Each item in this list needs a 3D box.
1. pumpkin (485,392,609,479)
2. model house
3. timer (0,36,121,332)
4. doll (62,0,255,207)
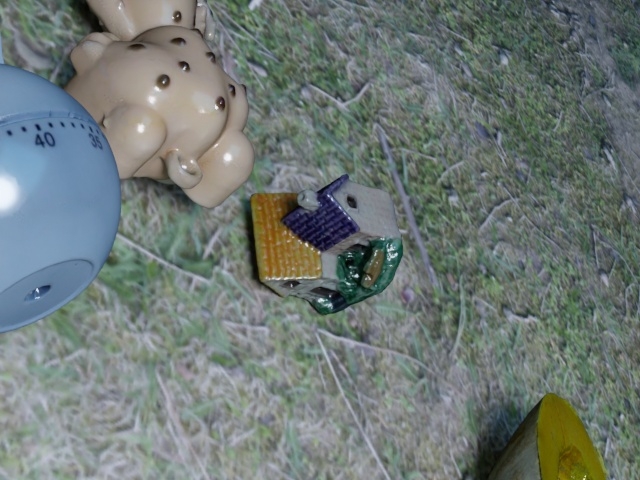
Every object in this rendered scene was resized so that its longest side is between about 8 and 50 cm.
[{"bbox_3d":[0.196,0.259,0.939,0.217,0.110,0.217,45,31,-37],"label":"pumpkin"},{"bbox_3d":[0.000,0.000,0.874,0.100,0.100,0.088,19,54,-40],"label":"model house"},{"bbox_3d":[-0.222,-0.053,0.637,0.175,0.175,0.255,10,29,-47],"label":"timer"},{"bbox_3d":[-0.130,-0.147,0.825,0.154,0.119,0.278,29,36,-37],"label":"doll"}]
